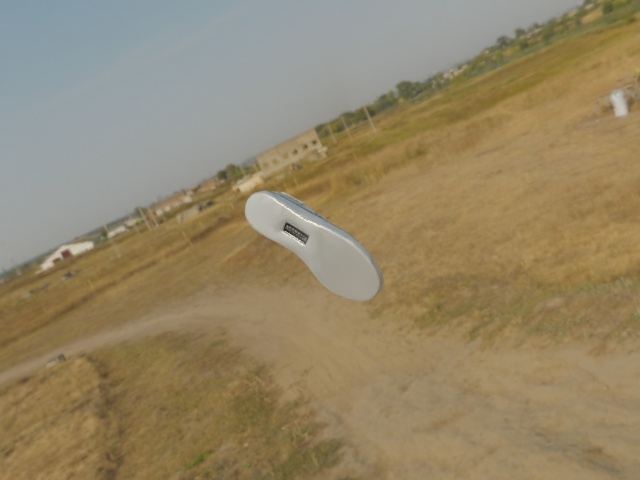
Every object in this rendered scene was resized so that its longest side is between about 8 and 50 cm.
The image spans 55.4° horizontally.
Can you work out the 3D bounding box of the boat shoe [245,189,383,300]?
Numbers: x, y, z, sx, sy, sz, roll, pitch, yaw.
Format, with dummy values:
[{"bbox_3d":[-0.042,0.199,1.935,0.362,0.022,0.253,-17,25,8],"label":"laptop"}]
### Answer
[{"bbox_3d":[0.000,0.000,0.382,0.035,0.100,0.035,-27,-34,-61],"label":"boat shoe"}]
